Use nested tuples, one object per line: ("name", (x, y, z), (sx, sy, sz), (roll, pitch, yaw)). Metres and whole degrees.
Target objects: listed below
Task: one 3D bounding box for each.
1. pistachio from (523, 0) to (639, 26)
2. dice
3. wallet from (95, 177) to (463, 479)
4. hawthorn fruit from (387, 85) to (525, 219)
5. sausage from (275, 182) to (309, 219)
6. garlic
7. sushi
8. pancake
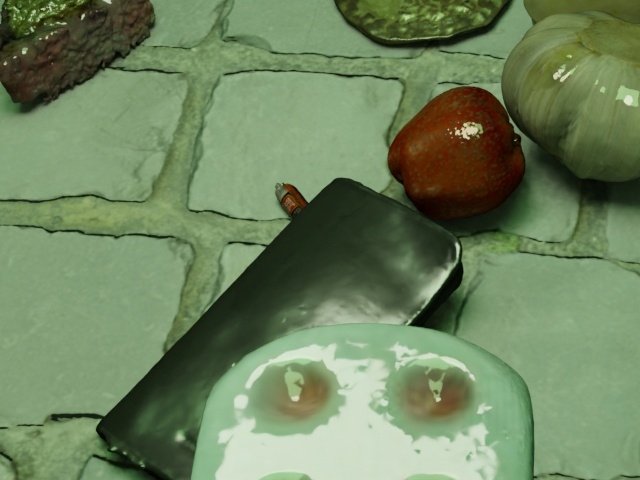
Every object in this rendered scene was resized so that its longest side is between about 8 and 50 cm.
("pistachio", (0.342, -0.271, 1.934), (0.226, 0.136, 0.136), (-5, 47, 11))
("dice", (0.042, 0.243, 1.394), (0.263, 0.264, 0.268), (-1, 47, 6))
("wallet", (-0.033, 0.103, 1.665), (0.197, 0.051, 0.377), (30, 65, 31))
("hawthorn fruit", (0.141, -0.082, 1.784), (0.138, 0.133, 0.133), (-22, 46, 9))
("sausage", (0.000, 0.000, 1.789), (0.028, 0.025, 0.198), (-45, 49, 10))
("garlic", (0.295, -0.148, 1.800), (0.228, 0.152, 0.228), (9, 28, -5))
("sushi", (-0.316, -0.267, 2.029), (0.241, 0.107, 0.161), (-39, 50, -25))
("pancake", (0.127, -0.310, 2.056), (0.212, 0.029, 0.235), (23, 54, 25))
